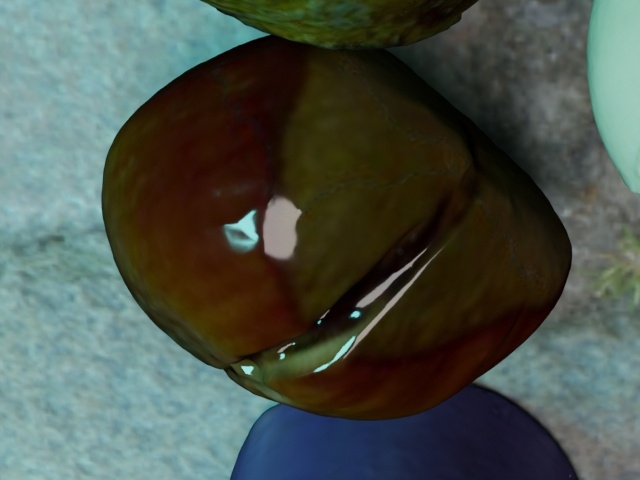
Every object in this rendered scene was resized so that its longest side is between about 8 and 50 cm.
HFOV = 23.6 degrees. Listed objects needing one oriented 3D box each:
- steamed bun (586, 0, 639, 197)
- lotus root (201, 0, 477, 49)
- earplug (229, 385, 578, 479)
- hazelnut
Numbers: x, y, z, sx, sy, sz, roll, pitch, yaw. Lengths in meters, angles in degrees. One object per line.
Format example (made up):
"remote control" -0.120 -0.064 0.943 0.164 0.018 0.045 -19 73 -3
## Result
"steamed bun" 0.214 -0.092 0.568 0.232 0.145 0.232 2 146 1
"lotus root" 0.008 -0.239 0.525 0.250 0.250 0.346 6 120 8
"earplug" 0.016 0.270 0.722 0.215 0.456 0.215 5 120 8
"hazelnut" -0.001 0.003 0.720 0.212 0.181 0.181 38 103 -25
